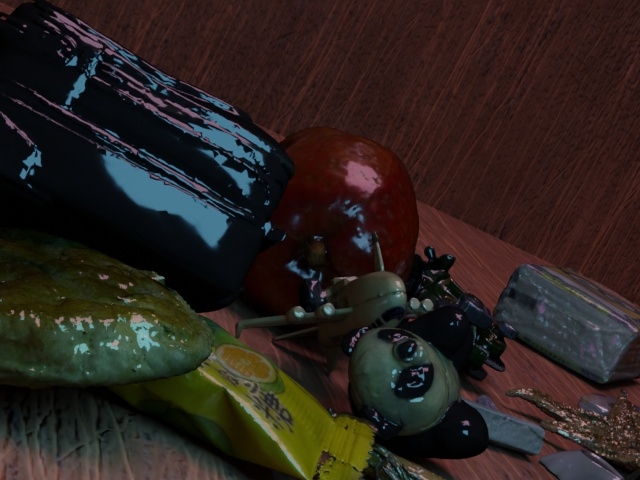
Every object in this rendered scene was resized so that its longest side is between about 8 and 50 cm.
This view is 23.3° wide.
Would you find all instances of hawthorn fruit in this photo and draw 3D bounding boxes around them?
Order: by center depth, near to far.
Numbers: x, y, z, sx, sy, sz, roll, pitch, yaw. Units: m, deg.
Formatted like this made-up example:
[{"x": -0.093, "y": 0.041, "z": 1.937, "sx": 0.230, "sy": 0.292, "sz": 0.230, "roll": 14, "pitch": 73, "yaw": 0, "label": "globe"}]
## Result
[{"x": 0.003, "y": -0.006, "z": 1.867, "sx": 0.258, "sy": 0.258, "sz": 0.262, "roll": 22, "pitch": 37, "yaw": -28, "label": "hawthorn fruit"}]

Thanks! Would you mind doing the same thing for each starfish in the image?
[{"x": 0.404, "y": 0.263, "z": 2.046, "sx": 0.299, "sy": 0.060, "sz": 0.302, "roll": 25, "pitch": 13, "yaw": 25, "label": "starfish"}]

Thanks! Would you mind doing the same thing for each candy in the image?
[{"x": -0.092, "y": 0.123, "z": 1.320, "sx": 0.297, "sy": 0.081, "sz": 0.187, "roll": 23, "pitch": 16, "yaw": 2, "label": "candy"}]

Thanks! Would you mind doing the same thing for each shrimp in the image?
[{"x": 0.078, "y": 0.230, "z": 1.390, "sx": 0.178, "sy": 0.034, "sz": 0.124, "roll": 31, "pitch": 16, "yaw": 8, "label": "shrimp"}]

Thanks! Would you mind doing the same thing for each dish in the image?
[{"x": 0.322, "y": 0.275, "z": 1.802, "sx": 0.091, "sy": 0.039, "sz": 0.137, "roll": 21, "pitch": 10, "yaw": -37, "label": "dish"}]

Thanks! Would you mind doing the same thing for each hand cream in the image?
[{"x": 0.217, "y": 0.219, "z": 1.907, "sx": 0.030, "sy": 0.019, "sz": 0.093, "roll": 24, "pitch": 16, "yaw": -32, "label": "hand cream"}]

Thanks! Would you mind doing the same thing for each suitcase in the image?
[{"x": -0.207, "y": -0.055, "z": 1.449, "sx": 0.339, "sy": 0.188, "sz": 0.345, "roll": 30, "pitch": -16, "yaw": -13, "label": "suitcase"}]

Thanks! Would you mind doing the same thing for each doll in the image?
[{"x": 0.092, "y": 0.145, "z": 1.511, "sx": 0.135, "sy": 0.144, "sz": 0.234, "roll": -10, "pitch": -10, "yaw": 3, "label": "doll"}]

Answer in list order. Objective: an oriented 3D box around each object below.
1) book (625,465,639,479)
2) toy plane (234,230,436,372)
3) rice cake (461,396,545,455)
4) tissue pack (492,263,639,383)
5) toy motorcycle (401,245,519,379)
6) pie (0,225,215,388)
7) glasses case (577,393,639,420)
[{"x": 0.470, "y": 0.317, "z": 1.782, "sx": 0.231, "sy": 0.026, "sz": 0.157, "roll": 28, "pitch": -31, "yaw": 4, "label": "book"}, {"x": 0.037, "y": 0.075, "z": 1.652, "sx": 0.241, "sy": 0.104, "sz": 0.256, "roll": -1, "pitch": -23, "yaw": -18, "label": "toy plane"}, {"x": 0.153, "y": 0.194, "z": 1.761, "sx": 0.245, "sy": 0.042, "sz": 0.045, "roll": 24, "pitch": -2, "yaw": -27, "label": "rice cake"}, {"x": 0.450, "y": 0.140, "z": 2.647, "sx": 0.228, "sy": 0.128, "sz": 0.311, "roll": 33, "pitch": 11, "yaw": 21, "label": "tissue pack"}, {"x": 0.172, "y": 0.101, "z": 2.110, "sx": 0.187, "sy": 0.125, "sz": 0.275, "roll": 36, "pitch": 8, "yaw": -6, "label": "toy motorcycle"}, {"x": -0.219, "y": 0.047, "z": 1.209, "sx": 0.277, "sy": 0.079, "sz": 0.277, "roll": 7, "pitch": 13, "yaw": -2, "label": "pie"}, {"x": 0.427, "y": 0.251, "z": 2.235, "sx": 0.164, "sy": 0.041, "sz": 0.063, "roll": 16, "pitch": 14, "yaw": -49, "label": "glasses case"}]
